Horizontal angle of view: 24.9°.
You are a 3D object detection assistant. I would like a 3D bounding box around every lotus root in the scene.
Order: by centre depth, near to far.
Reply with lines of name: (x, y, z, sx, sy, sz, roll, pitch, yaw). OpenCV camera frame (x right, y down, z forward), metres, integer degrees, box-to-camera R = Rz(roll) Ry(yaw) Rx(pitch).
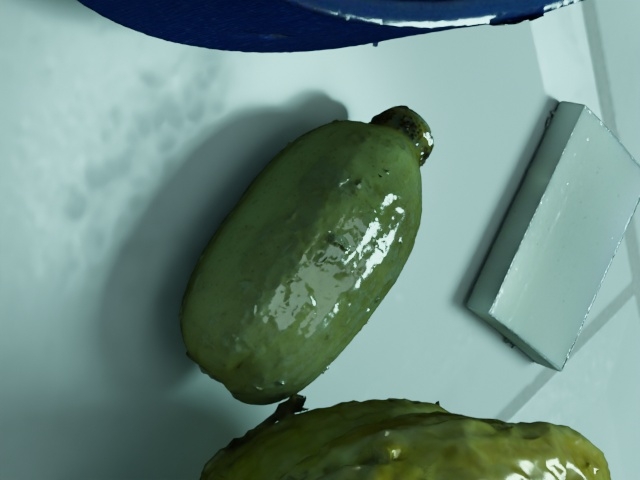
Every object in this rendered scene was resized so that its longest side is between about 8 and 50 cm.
lotus root: (0.001, 0.000, 0.738, 0.183, 0.077, 0.090, -51, 133, -20)

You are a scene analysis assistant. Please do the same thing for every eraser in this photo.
eraser: (0.155, -0.001, 0.936, 0.104, 0.023, 0.150, 37, 75, -45)

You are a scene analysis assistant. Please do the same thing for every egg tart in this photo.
egg tart: (0.014, 0.177, 0.744, 0.290, 0.115, 0.290, -17, 137, -16)

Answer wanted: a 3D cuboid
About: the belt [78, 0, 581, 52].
belt: (0.026, -0.195, 0.655, 0.347, 0.117, 0.212, -16, 98, -38)
